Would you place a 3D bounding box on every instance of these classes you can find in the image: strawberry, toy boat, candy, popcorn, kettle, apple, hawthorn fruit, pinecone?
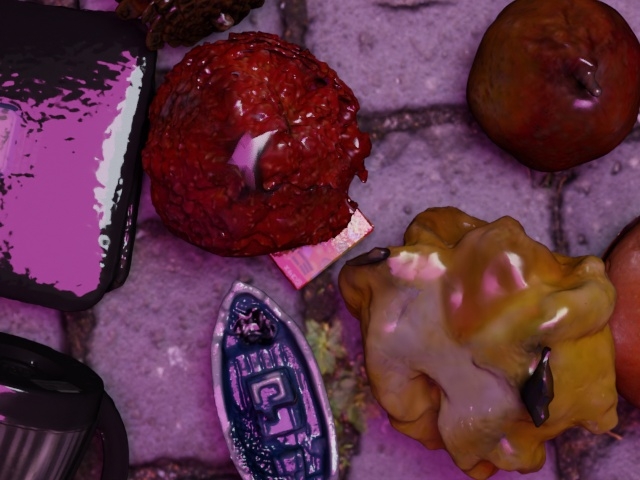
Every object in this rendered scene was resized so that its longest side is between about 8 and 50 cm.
[{"bbox_3d":[-0.072,-0.108,1.157,0.274,0.220,0.274,1,78,-3],"label":"strawberry"},{"bbox_3d":[-0.054,0.194,1.200,0.129,0.142,0.309,-16,88,-3],"label":"toy boat"},{"bbox_3d":[0.000,0.000,1.256,0.122,0.038,0.062,-39,89,-1],"label":"candy"},{"bbox_3d":[0.190,0.100,1.158,0.297,0.281,0.315,-33,73,29],"label":"popcorn"},{"bbox_3d":[-0.373,0.258,1.189,0.207,0.251,0.271,23,94,28],"label":"kettle"},{"bbox_3d":[0.440,0.079,1.171,0.272,0.206,0.251,-28,101,-13],"label":"apple"},{"bbox_3d":[0.272,-0.178,1.161,0.208,0.248,0.207,0,95,-4],"label":"hawthorn fruit"},{"bbox_3d":[-0.150,-0.320,1.174,0.208,0.208,0.207,0,89,-1],"label":"pinecone"}]

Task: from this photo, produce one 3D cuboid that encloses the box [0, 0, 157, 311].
[{"bbox_3d":[-0.381,-0.111,1.230,0.351,0.091,0.359,9,88,-1],"label":"box"}]
